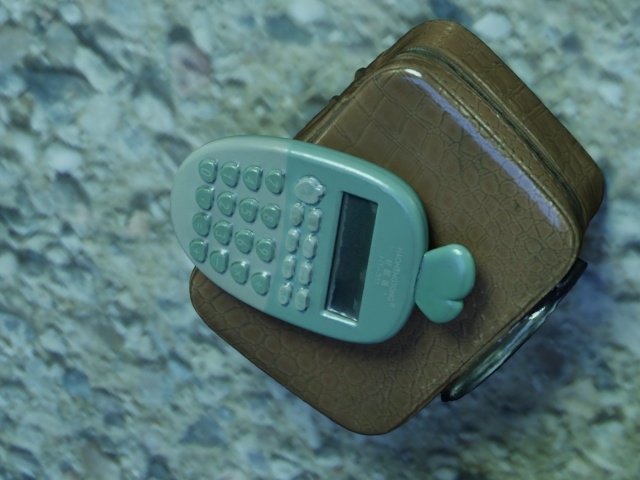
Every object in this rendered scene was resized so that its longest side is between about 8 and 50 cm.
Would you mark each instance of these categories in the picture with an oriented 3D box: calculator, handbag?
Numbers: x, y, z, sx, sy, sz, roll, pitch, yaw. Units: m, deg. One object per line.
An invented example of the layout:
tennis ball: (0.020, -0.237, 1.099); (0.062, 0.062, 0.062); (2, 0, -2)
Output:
calculator: (0.000, 0.000, 0.924); (0.153, 0.021, 0.095); (17, 122, 13)
handbag: (0.040, 0.002, 0.965); (0.151, 0.072, 0.193); (43, 122, -5)
